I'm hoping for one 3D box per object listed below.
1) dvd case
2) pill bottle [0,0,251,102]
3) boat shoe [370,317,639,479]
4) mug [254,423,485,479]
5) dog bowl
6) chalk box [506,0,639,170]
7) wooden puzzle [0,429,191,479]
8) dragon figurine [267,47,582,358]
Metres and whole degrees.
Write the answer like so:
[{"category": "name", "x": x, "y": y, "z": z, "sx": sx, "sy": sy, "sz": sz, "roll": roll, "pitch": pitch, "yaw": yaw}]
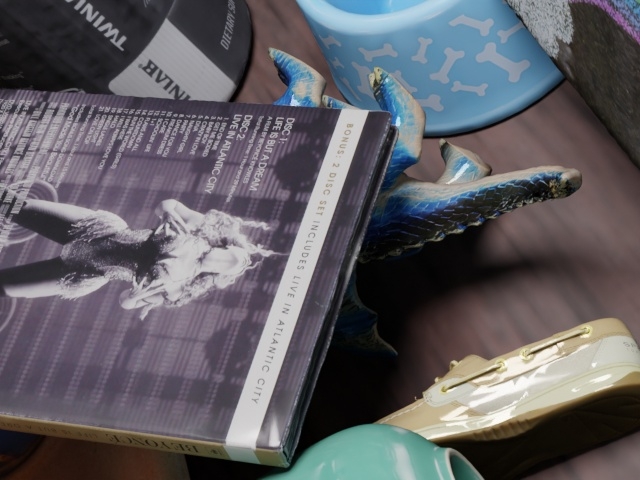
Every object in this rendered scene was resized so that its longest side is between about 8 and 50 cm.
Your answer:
[{"category": "dvd case", "x": -0.093, "y": 0.007, "z": 0.726, "sx": 0.221, "sy": 0.018, "sz": 0.164, "roll": 4, "pitch": 54, "yaw": 21}, {"category": "pill bottle", "x": -0.150, "y": -0.147, "z": 0.888, "sx": 0.130, "sy": 0.246, "sz": 0.130, "roll": -17, "pitch": 54, "yaw": 26}, {"category": "boat shoe", "x": 0.071, "y": 0.070, "z": 0.735, "sx": 0.135, "sy": 0.050, "sz": 0.045, "roll": -18, "pitch": 49, "yaw": 13}, {"category": "mug", "x": 0.035, "y": 0.145, "z": 0.668, "sx": 0.097, "sy": 0.158, "sz": 0.129, "roll": -34, "pitch": 16, "yaw": 10}, {"category": "dog bowl", "x": 0.090, "y": -0.196, "z": 0.870, "sx": 0.166, "sy": 0.074, "sz": 0.297, "roll": 19, "pitch": 74, "yaw": 41}, {"category": "chalk box", "x": 0.164, "y": -0.192, "z": 0.638, "sx": 0.179, "sy": 0.289, "sz": 0.180, "roll": -20, "pitch": 48, "yaw": -11}, {"category": "wooden puzzle", "x": -0.195, "y": 0.147, "z": 0.791, "sx": 0.322, "sy": 0.080, "sz": 0.348, "roll": -32, "pitch": 55, "yaw": 28}, {"category": "dragon figurine", "x": 0.000, "y": 0.000, "z": 0.798, "sx": 0.289, "sy": 0.085, "sz": 0.144, "roll": 21, "pitch": 78, "yaw": 46}]
